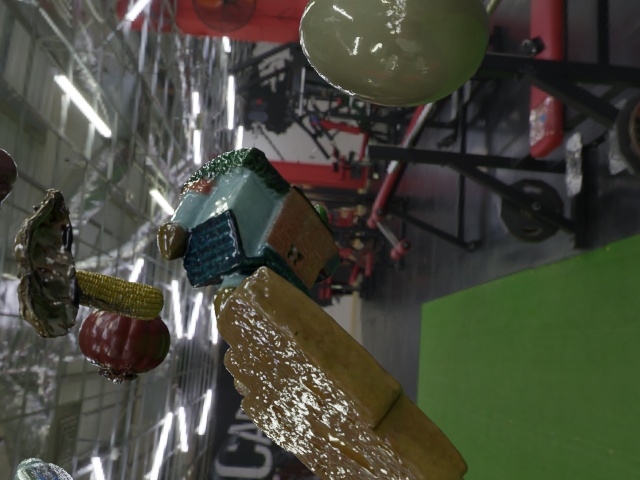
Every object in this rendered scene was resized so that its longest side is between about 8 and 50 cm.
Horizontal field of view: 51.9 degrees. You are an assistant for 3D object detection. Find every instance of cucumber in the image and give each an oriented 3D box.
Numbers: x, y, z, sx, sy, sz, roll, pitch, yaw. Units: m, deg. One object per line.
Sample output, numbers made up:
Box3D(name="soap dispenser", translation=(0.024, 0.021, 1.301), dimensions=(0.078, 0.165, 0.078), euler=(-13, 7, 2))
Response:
Box3D(name="cucumber", translation=(0.000, 0.000, 1.332), dimensions=(0.037, 0.037, 0.155), euler=(106, 166, -77))

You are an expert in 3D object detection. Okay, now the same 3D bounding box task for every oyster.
Box3D(name="oyster", translation=(-0.474, 0.031, 1.146), dimensions=(0.129, 0.079, 0.345), euler=(44, -161, -44))

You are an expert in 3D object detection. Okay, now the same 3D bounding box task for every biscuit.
Box3D(name="biscuit", translation=(0.009, 0.098, 0.384), dimensions=(0.041, 0.212, 0.238), euler=(-44, -47, -25))

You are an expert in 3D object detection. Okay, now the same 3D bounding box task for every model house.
Box3D(name="model house", translation=(-0.122, 0.032, 0.976), dimensions=(0.253, 0.185, 0.291), euler=(53, -151, -22))

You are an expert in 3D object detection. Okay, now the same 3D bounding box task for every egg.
Box3D(name="egg", translation=(0.094, -0.266, 0.848), dimensions=(0.186, 0.242, 0.185), euler=(7, -90, -84))

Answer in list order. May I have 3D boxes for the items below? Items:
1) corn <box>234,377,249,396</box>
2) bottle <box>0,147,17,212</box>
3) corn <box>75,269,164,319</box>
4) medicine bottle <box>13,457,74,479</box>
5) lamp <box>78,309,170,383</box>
Box3D(name="corn", translation=(-0.038, 0.238, 1.074), dimensions=(0.237, 0.080, 0.079), euler=(25, -119, -45))
Box3D(name="bottle", translation=(-0.556, -0.044, 0.992), dimensions=(0.253, 0.120, 0.120), euler=(-44, 17, 17))
Box3D(name="corn", translation=(-0.406, 0.106, 1.286), dimensions=(0.072, 0.203, 0.072), euler=(-43, 37, 45))
Box3D(name="medicine bottle", translation=(-0.612, 0.553, 1.459), dimensions=(0.229, 0.121, 0.083), euler=(8, 86, 50))
Box3D(name="lamp", translation=(-0.491, 0.252, 1.647), dimensions=(0.227, 0.227, 0.226), euler=(-175, 90, -87))
